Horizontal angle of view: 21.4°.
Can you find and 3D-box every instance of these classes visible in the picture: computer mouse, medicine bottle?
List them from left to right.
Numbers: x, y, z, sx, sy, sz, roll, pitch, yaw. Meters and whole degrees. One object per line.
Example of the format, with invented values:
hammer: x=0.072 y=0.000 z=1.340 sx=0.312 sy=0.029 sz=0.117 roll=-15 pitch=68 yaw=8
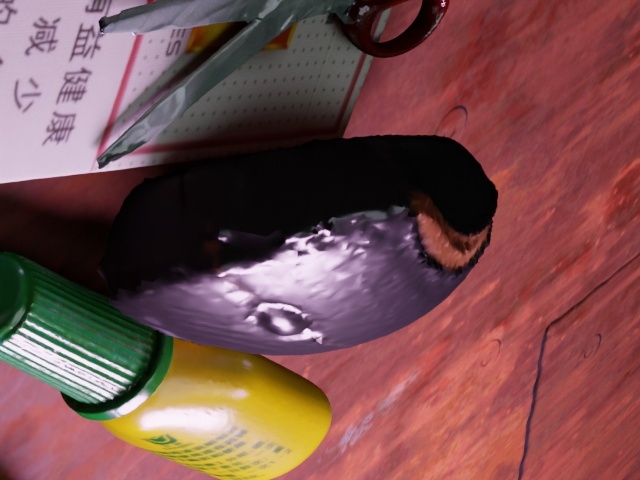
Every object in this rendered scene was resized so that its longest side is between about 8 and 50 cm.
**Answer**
medicine bottle: x=-0.102 y=0.080 z=1.000 sx=0.111 sy=0.076 sz=0.309 roll=-19 pitch=154 yaw=22
computer mouse: x=0.002 y=0.005 z=0.961 sx=0.323 sy=0.183 sz=0.116 roll=-8 pitch=81 yaw=-70

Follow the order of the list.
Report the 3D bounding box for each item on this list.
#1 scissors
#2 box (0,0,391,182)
scissors: x=-0.014 y=-0.117 z=0.827 sx=0.248 sy=0.017 sz=0.144 roll=-33 pitch=144 yaw=-35
box: x=-0.081 y=-0.143 z=0.809 sx=0.330 sy=0.095 sz=0.210 roll=-10 pitch=127 yaw=-52
